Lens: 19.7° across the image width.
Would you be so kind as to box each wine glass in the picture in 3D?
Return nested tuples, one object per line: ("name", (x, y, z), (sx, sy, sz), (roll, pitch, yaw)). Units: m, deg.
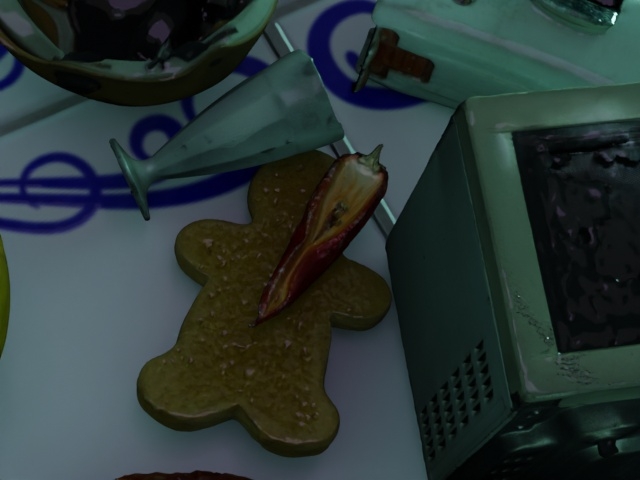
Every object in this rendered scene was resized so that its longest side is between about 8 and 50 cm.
("wine glass", (-0.067, -0.073, 1.305), (0.155, 0.073, 0.073), (-25, 73, -3))

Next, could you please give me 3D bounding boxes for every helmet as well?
("helmet", (-0.139, -0.179, 1.318), (0.224, 0.130, 0.198), (4, 67, 1))

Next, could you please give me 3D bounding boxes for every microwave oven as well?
("microwave oven", (0.250, 0.038, 1.208), (0.355, 0.286, 0.218), (-6, 70, -13))

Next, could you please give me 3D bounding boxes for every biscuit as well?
("biscuit", (-0.033, 0.040, 1.293), (0.158, 0.035, 0.240), (20, 59, -1))

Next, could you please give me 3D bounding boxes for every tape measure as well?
("tape measure", (0.174, -0.184, 1.373), (0.243, 0.125, 0.246), (21, 67, -1))

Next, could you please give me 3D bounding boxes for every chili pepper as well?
("chili pepper", (0.000, 0.000, 1.286), (0.045, 0.027, 0.178), (27, 59, 10))

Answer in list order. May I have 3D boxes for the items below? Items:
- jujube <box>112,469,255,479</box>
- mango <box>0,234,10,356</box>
("jujube", (-0.094, 0.206, 1.187), (0.176, 0.109, 0.112), (-8, 106, -21))
("mango", (-0.412, 0.017, 1.123), (0.445, 0.232, 0.300), (5, 72, -16))
